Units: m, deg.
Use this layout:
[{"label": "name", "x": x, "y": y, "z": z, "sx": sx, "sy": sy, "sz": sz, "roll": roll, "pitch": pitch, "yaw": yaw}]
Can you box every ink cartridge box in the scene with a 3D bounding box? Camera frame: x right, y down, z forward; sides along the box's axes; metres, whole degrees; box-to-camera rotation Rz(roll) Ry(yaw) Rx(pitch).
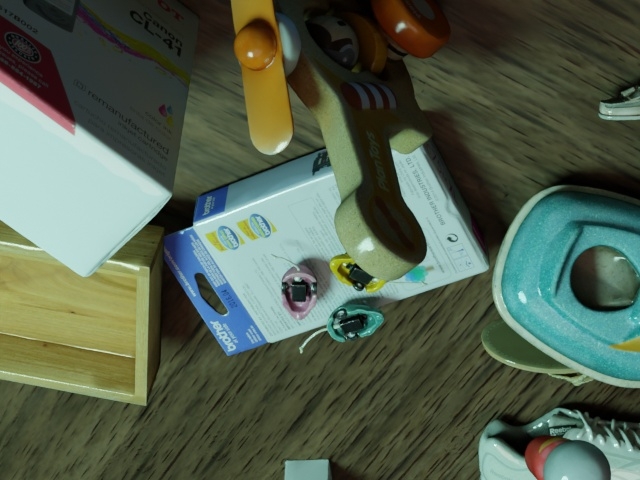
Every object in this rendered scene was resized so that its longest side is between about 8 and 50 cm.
[{"label": "ink cartridge box", "x": 0.000, "y": 0.000, "z": 1.685, "sx": 0.311, "sy": 0.065, "sz": 0.186, "roll": -21, "pitch": 124, "yaw": 15}, {"label": "ink cartridge box", "x": -0.238, "y": -0.149, "z": 1.424, "sx": 0.226, "sy": 0.306, "sz": 0.131, "roll": 36, "pitch": 121, "yaw": -23}]

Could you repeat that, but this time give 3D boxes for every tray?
[{"label": "tray", "x": -0.375, "y": 0.046, "z": 1.699, "sx": 0.410, "sy": 0.076, "sz": 0.203, "roll": 10, "pitch": 131, "yaw": 5}]

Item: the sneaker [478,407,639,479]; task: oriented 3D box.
[{"label": "sneaker", "x": 0.324, "y": 0.250, "z": 1.845, "sx": 0.292, "sy": 0.110, "sz": 0.118, "roll": -8, "pitch": 118, "yaw": 9}]

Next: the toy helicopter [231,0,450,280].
[{"label": "toy helicopter", "x": 0.016, "y": -0.118, "z": 1.406, "sx": 0.235, "sy": 0.355, "sz": 0.140, "roll": 26, "pitch": 127, "yaw": -38}]

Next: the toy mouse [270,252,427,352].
[{"label": "toy mouse", "x": 0.010, "y": 0.062, "z": 1.676, "sx": 0.161, "sy": 0.031, "sz": 0.143, "roll": 19, "pitch": 126, "yaw": -13}]

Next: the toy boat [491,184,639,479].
[{"label": "toy boat", "x": 0.291, "y": 0.113, "z": 1.630, "sx": 0.267, "sy": 0.148, "sz": 0.318, "roll": 19, "pitch": 88, "yaw": -8}]

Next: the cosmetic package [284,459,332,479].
[{"label": "cosmetic package", "x": -0.007, "y": 0.388, "z": 1.968, "sx": 0.060, "sy": 0.099, "sz": 0.239, "roll": -4, "pitch": 128, "yaw": 2}]

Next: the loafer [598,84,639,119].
[{"label": "loafer", "x": 0.336, "y": -0.145, "z": 1.573, "sx": 0.125, "sy": 0.045, "sz": 0.039, "roll": -6, "pitch": 111, "yaw": -1}]

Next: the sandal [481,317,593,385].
[{"label": "sandal", "x": 0.298, "y": 0.131, "z": 1.762, "sx": 0.240, "sy": 0.088, "sz": 0.079, "roll": -5, "pitch": 134, "yaw": -2}]
